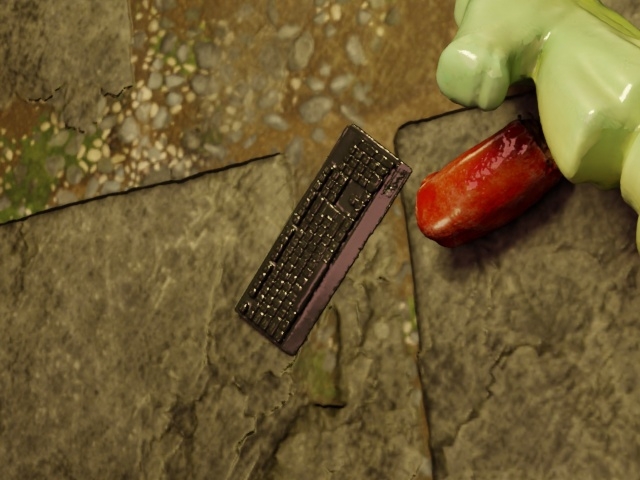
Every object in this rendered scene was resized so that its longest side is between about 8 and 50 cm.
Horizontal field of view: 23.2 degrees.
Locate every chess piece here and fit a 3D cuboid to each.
[{"bbox_3d":[0.205,-0.107,1.130,0.298,0.175,0.176,39,105,29],"label":"chess piece"}]

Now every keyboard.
[{"bbox_3d":[-0.001,0.000,1.333,0.074,0.015,0.196,40,106,27],"label":"keyboard"}]

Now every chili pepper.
[{"bbox_3d":[0.131,-0.044,1.228,0.123,0.073,0.070,-35,102,26],"label":"chili pepper"}]
